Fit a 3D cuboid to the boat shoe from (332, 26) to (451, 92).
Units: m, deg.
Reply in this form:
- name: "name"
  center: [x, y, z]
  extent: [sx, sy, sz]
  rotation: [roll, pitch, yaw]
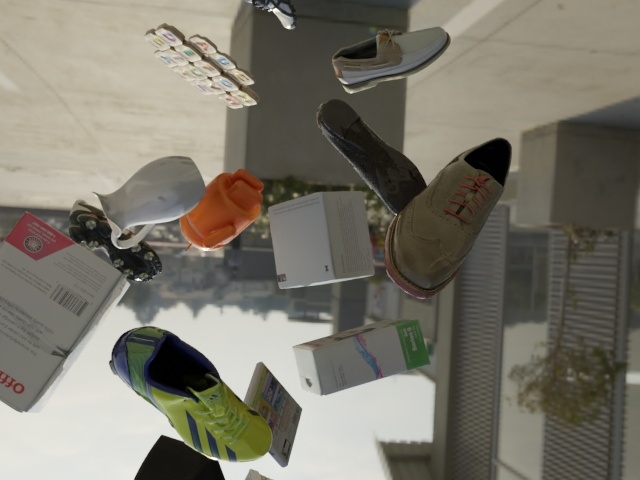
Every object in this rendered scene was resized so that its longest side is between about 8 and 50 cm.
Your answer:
- name: "boat shoe"
  center: [0.172, -0.468, 2.179]
  extent: [0.302, 0.113, 0.103]
  rotation: [-20, 131, 22]

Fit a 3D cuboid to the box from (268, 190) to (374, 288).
- name: "box"
  center: [0.000, 0.000, 1.815]
  extent: [0.119, 0.182, 0.181]
  rotation: [-5, 175, -42]

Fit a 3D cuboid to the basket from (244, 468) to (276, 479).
- name: "basket"
  center: [-0.112, 0.524, 1.594]
  extent: [0.103, 0.167, 0.113]
  rotation: [22, -179, -10]

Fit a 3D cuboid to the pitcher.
- name: "pitcher"
  center: [-0.339, -0.074, 1.762]
  extent: [0.207, 0.125, 0.177]
  rotation: [-27, 151, -18]

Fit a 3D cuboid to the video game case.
- name: "video game case"
  center: [-0.127, 0.450, 2.265]
  extent: [0.023, 0.193, 0.212]
  rotation: [-26, -156, 26]

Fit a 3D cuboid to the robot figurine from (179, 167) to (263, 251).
- name: "robot figurine"
  center: [-0.219, -0.061, 1.894]
  extent: [0.219, 0.158, 0.128]
  rotation: [-38, 160, 28]

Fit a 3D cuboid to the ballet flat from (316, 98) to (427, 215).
- name: "ballet flat"
  center: [0.084, -0.129, 1.430]
  extent: [0.250, 0.084, 0.058]
  rotation: [45, 160, -8]

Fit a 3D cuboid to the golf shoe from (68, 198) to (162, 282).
- name: "golf shoe"
  center: [-0.484, -0.004, 2.090]
  extent: [0.273, 0.105, 0.120]
  rotation: [44, -167, -39]

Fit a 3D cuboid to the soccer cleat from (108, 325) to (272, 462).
- name: "soccer cleat"
  center: [-0.154, 0.215, 1.159]
  extent: [0.121, 0.093, 0.289]
  rotation: [-10, 135, 45]

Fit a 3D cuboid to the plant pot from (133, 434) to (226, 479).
- name: "plant pot"
  center: [-0.345, 0.605, 2.085]
  extent: [0.187, 0.188, 0.167]
  rotation: [6, -147, 36]

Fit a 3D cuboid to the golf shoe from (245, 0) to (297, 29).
- name: "golf shoe"
  center: [-0.115, -0.521, 1.857]
  extent: [0.094, 0.077, 0.198]
  rotation: [-30, 137, 0]

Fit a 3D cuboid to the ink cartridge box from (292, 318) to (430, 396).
- name: "ink cartridge box"
  center: [0.071, 0.213, 1.617]
  extent: [0.212, 0.093, 0.154]
  rotation: [-16, 180, -16]

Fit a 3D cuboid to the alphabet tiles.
- name: "alphabet tiles"
  center: [-0.277, -0.403, 2.038]
  extent: [0.284, 0.021, 0.278]
  rotation: [37, 163, -29]

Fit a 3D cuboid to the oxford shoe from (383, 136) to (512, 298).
- name: "oxford shoe"
  center: [0.197, -0.051, 1.308]
  extent: [0.123, 0.348, 0.130]
  rotation: [34, 133, -1]

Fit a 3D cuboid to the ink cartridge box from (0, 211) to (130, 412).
- name: "ink cartridge box"
  center: [-0.497, 0.127, 1.504]
  extent: [0.207, 0.283, 0.117]
  rotation: [33, 167, 3]
